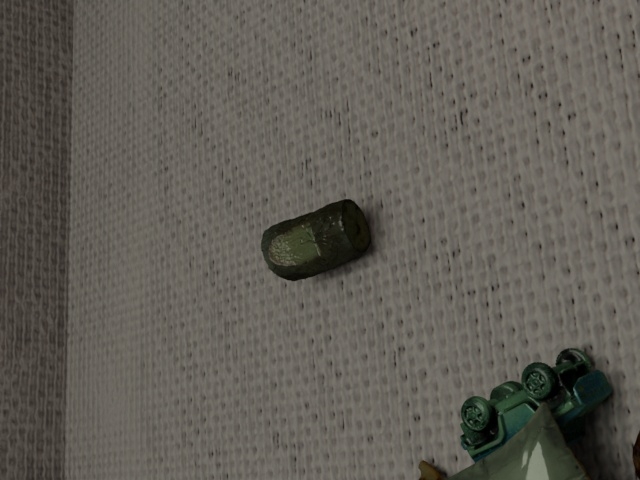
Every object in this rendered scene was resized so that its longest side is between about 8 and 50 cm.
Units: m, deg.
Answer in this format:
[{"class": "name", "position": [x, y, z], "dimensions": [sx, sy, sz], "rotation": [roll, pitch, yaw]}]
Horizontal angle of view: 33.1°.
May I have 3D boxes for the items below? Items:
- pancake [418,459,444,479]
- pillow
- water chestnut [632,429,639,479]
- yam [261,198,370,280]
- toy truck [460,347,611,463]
[{"class": "pancake", "position": [0.251, 0.578, 2.110], "dimensions": [0.212, 0.056, 0.257], "rotation": [0, 90, 56]}, {"class": "pillow", "position": [0.362, 0.481, 1.832], "dimensions": [0.312, 0.119, 0.310], "rotation": [-46, 60, 35]}, {"class": "water chestnut", "position": [0.619, 0.328, 1.604], "dimensions": [0.289, 0.244, 0.289], "rotation": [-23, 42, 23]}, {"class": "yam", "position": [0.000, 0.000, 2.446], "dimensions": [0.254, 0.154, 0.153], "rotation": [-22, 66, 38]}, {"class": "toy truck", "position": [0.385, 0.311, 1.938], "dimensions": [0.279, 0.155, 0.156], "rotation": [-37, 74, 38]}]
